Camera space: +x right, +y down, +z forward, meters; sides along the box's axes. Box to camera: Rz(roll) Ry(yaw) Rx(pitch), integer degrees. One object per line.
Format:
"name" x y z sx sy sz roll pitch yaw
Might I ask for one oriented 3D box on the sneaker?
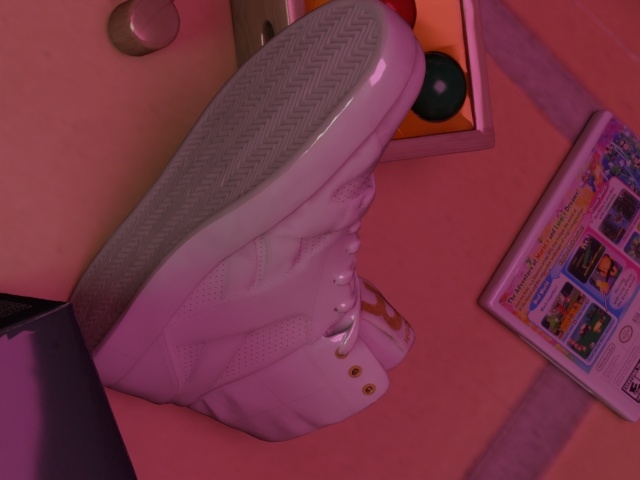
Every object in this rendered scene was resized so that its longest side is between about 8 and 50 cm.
"sneaker" 0.000 0.000 0.971 0.169 0.292 0.108 25 38 -27

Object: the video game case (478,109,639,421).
"video game case" 0.196 0.017 1.169 0.143 0.019 0.157 38 77 -20

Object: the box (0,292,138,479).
"box" -0.175 0.115 0.895 0.108 0.207 0.153 -23 100 -23

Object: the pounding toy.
"pounding toy" -0.012 -0.131 1.028 0.206 0.094 0.181 -8 95 -25
